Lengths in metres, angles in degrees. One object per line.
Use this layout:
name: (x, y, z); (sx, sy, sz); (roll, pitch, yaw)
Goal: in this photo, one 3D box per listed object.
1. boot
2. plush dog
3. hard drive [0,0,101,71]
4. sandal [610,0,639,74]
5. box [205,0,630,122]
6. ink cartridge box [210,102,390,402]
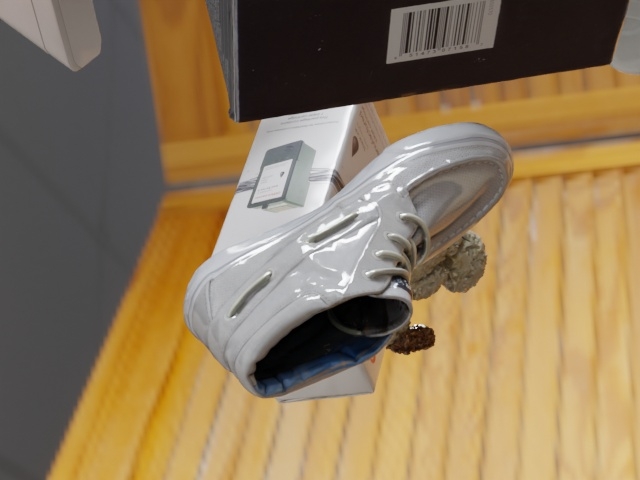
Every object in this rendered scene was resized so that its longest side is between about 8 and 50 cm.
boot: (0.041, 0.019, 1.095); (0.123, 0.258, 0.095); (46, 164, 53)
plush dog: (0.092, 0.053, 2.395); (0.225, 0.262, 0.210); (-65, -6, 6)
hard drive: (-0.355, -0.326, 1.519); (0.047, 0.353, 0.233); (-43, -26, -22)
sandal: (0.356, -0.392, 1.790); (0.102, 0.169, 0.416); (-22, -72, -49)
box: (0.059, -0.297, 1.407); (0.179, 0.343, 0.312); (93, 164, -55)
ink cartridge box: (0.000, 0.000, 1.665); (0.272, 0.115, 0.198); (-74, -32, -44)
